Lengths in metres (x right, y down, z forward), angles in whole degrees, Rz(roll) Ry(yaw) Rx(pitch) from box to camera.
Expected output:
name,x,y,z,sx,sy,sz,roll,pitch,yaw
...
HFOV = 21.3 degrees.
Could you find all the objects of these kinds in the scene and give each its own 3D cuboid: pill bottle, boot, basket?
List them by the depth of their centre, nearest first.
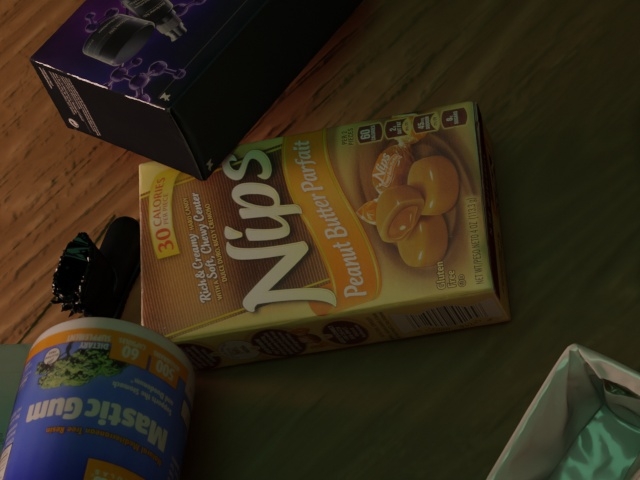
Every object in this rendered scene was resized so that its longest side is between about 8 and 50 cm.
name,x,y,z,sx,sy,sz,roll,pitch,yaw
basket,0.213,0.187,1.362,0.113,0.103,0.167,28,78,25
pill bottle,-0.195,0.212,1.412,0.152,0.152,0.272,-6,48,15
boot,-0.204,0.020,1.563,0.045,0.099,0.121,9,72,19

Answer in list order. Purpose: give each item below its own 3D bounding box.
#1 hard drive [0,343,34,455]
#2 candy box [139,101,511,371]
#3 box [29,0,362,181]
name,x,y,z,sx,sy,sz,roll,pitch,yaw
hard drive,-0.297,0.238,1.460,0.040,0.210,0.318,-47,53,43
candy box,0.000,0.000,1.514,0.316,0.087,0.183,-10,65,13
box,-0.108,-0.199,1.574,0.184,0.103,0.261,23,62,33
